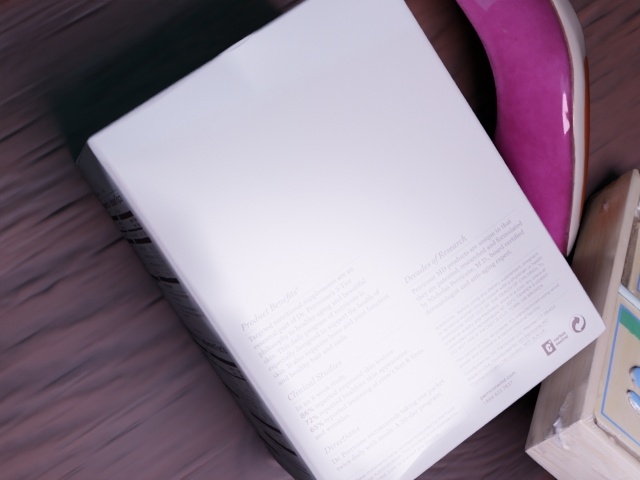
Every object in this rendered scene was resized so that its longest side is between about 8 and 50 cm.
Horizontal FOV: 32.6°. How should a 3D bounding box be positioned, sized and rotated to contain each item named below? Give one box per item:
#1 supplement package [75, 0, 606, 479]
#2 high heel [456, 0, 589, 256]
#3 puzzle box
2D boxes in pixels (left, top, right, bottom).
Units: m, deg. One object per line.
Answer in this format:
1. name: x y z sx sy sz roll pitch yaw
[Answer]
1. supplement package: 0.000 0.000 0.707 0.199 0.198 0.263 -35 98 -12
2. high heel: 0.100 -0.167 0.809 0.181 0.127 0.377 -5 97 17
3. puzzle box: 0.332 0.162 0.792 0.409 0.052 0.272 39 44 -12
